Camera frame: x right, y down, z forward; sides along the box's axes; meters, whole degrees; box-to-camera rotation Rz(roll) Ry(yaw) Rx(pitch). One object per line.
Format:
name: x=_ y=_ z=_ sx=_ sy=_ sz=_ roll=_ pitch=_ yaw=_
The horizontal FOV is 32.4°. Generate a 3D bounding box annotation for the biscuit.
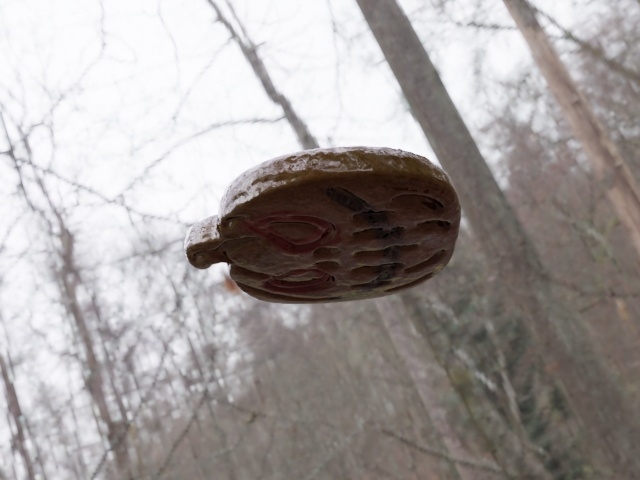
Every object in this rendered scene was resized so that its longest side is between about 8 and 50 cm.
biscuit: x=0.000 y=0.001 z=1.263 sx=0.314 sy=0.063 sz=0.367 roll=-5 pitch=-23 yaw=-2
